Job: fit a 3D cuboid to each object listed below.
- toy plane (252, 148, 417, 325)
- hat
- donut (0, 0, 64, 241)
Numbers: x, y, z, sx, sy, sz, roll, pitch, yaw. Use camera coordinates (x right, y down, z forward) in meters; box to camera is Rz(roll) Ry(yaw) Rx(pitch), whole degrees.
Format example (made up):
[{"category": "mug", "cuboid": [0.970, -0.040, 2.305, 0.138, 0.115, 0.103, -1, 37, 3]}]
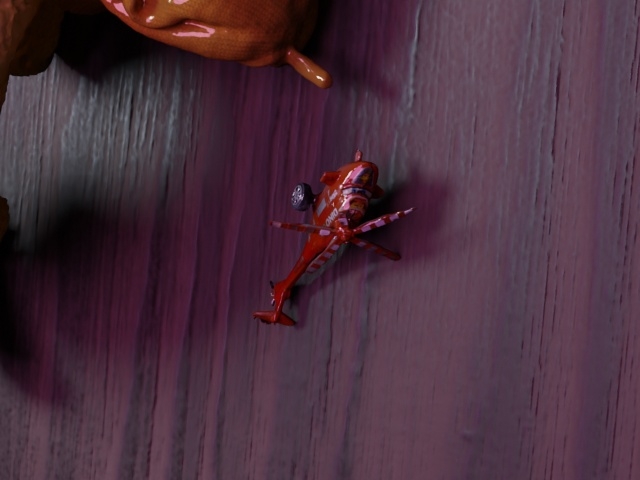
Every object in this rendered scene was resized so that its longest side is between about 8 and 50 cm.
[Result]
[{"category": "toy plane", "cuboid": [0.008, 0.001, 1.667, 0.194, 0.126, 0.077, 101, 166, -46]}, {"category": "hat", "cuboid": [-0.076, -0.218, 1.654, 0.233, 0.244, 0.233, 45, 121, 10]}, {"category": "donut", "cuboid": [-0.350, -0.142, 1.709, 0.163, 0.377, 0.435, 18, 83, -4]}]
